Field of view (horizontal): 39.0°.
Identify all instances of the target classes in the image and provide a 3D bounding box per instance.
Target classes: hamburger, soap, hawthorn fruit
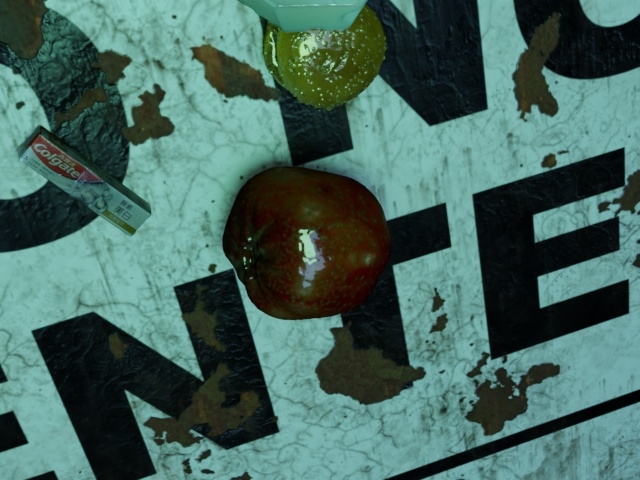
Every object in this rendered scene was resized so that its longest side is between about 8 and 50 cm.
[{"bbox_3d":[0.007,-0.285,1.369,0.182,0.118,0.190,-5,123,-12],"label":"hamburger"},{"bbox_3d":[0.021,-0.421,1.240,0.173,0.095,0.289,34,87,-4],"label":"soap"},{"bbox_3d":[0.000,0.000,1.470,0.300,0.254,0.254,-11,124,-44],"label":"hawthorn fruit"}]

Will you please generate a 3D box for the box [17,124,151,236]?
[{"bbox_3d":[-0.362,-0.090,1.399,0.055,0.039,0.218,-44,121,10],"label":"box"}]
